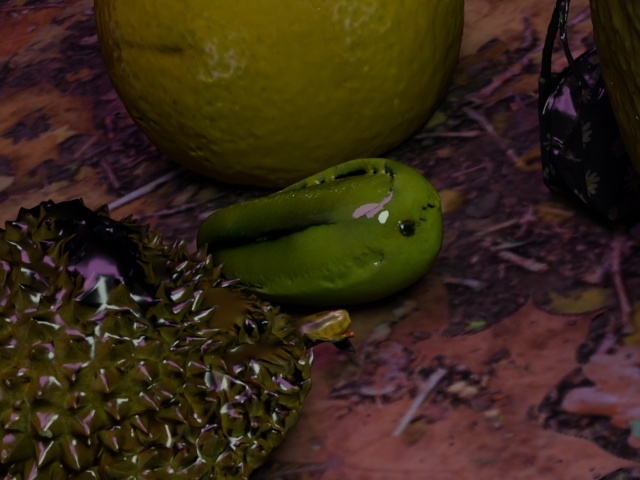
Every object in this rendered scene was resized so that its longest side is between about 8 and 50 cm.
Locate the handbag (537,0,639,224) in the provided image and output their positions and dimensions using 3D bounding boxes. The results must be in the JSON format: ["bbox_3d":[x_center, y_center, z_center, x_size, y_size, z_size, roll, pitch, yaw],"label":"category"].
[{"bbox_3d":[0.169,-0.098,1.102,0.115,0.139,0.072,-31,28,-16],"label":"handbag"}]

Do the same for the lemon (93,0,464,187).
[{"bbox_3d":[-0.031,-0.171,1.231,0.240,0.219,0.240,-9,35,6],"label":"lemon"}]

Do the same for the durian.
[{"bbox_3d":[-0.105,0.053,1.022,0.237,0.138,0.193,-20,34,-4],"label":"durian"}]

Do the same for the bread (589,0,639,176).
[{"bbox_3d":[0.301,-0.098,0.875,0.307,0.348,0.348,-22,33,-15],"label":"bread"}]

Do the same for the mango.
[{"bbox_3d":[0.000,0.000,1.108,0.165,0.074,0.091,-8,24,40],"label":"mango"}]
